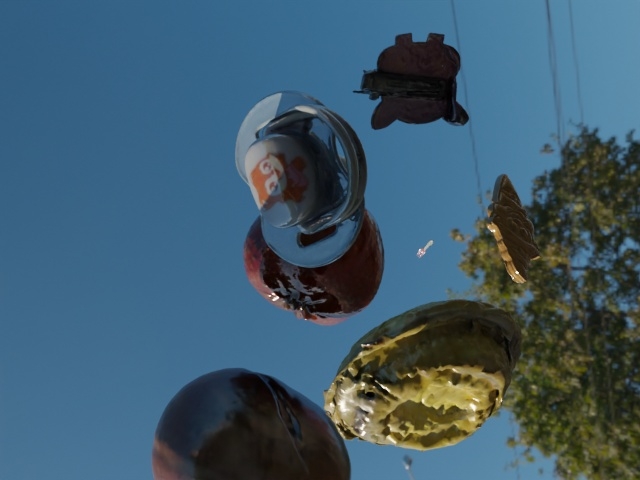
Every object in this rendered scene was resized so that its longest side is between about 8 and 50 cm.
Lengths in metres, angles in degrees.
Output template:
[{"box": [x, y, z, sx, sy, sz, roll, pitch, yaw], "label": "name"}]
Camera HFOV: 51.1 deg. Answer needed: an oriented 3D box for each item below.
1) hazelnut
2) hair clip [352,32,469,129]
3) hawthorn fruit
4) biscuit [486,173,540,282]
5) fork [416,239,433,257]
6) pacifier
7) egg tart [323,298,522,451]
[{"box": [-0.118, 0.390, 1.150, 0.372, 0.372, 0.316, 23, -103, -45], "label": "hazelnut"}, {"box": [0.140, -0.247, 1.040, 0.187, 0.056, 0.146, -6, -77, -20], "label": "hair clip"}, {"box": [0.000, 0.000, 1.362, 0.287, 0.287, 0.330, 46, -128, -38], "label": "hawthorn fruit"}, {"box": [0.394, -0.031, 1.369, 0.162, 0.035, 0.250, 23, -128, -39], "label": "biscuit"}, {"box": [0.267, 0.018, 1.693, 0.016, 0.115, 0.012, 30, -113, 3], "label": "fork"}, {"box": [-0.006, -0.112, 1.145, 0.233, 0.244, 0.300, -15, -97, -62], "label": "pacifier"}, {"box": [0.141, 0.190, 0.862, 0.278, 0.095, 0.279, -10, -50, -12], "label": "egg tart"}]
